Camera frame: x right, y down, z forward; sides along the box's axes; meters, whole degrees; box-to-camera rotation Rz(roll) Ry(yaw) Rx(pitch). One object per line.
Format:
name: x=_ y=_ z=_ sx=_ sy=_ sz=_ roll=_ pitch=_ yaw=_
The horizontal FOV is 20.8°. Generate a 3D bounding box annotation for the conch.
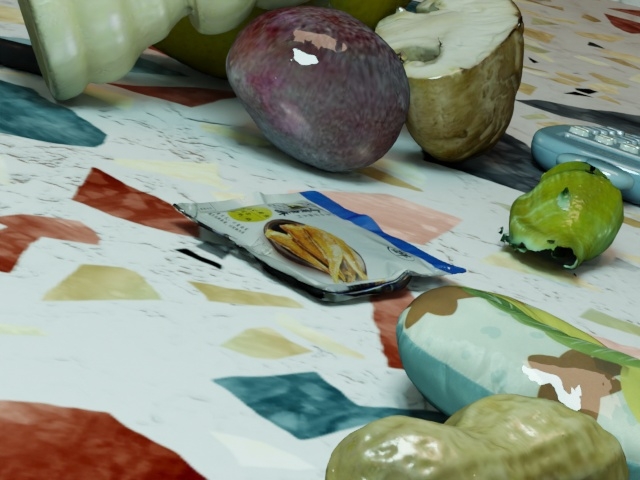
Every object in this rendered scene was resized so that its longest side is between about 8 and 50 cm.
conch: x=0.214 y=-0.020 z=1.527 sx=0.095 sy=0.079 sz=0.201 roll=2 pitch=18 yaw=29

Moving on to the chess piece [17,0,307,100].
chess piece: x=-0.127 y=-0.242 z=1.606 sx=0.300 sy=0.167 sz=0.167 roll=-16 pitch=24 yaw=-10

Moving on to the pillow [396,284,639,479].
pillow: x=0.155 y=0.096 z=1.083 sx=0.214 sy=0.086 sz=0.233 roll=14 pitch=10 yaw=-42

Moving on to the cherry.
cherry: x=-0.003 y=-0.145 z=1.599 sx=0.176 sy=0.140 sz=0.176 roll=42 pitch=5 yaw=-5

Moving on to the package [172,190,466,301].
package: x=0.000 y=0.000 z=1.340 sx=0.171 sy=0.027 sz=0.173 roll=27 pitch=24 yaw=36

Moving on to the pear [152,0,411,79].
pear: x=-0.051 y=-0.298 z=1.785 sx=0.386 sy=0.340 sz=0.191 roll=-14 pitch=42 yaw=-15

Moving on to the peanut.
peanut: x=0.082 y=0.123 z=0.902 sx=0.193 sy=0.089 sz=0.089 roll=0 pitch=21 yaw=-43

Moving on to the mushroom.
mushroom: x=0.135 y=-0.154 z=1.758 sx=0.156 sy=0.151 sz=0.285 roll=-5 pitch=23 yaw=12

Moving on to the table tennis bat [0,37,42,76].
table tennis bat: x=-0.364 y=-0.199 z=1.695 sx=0.236 sy=0.027 sz=0.150 roll=16 pitch=16 yaw=8

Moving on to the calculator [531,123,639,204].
calculator: x=0.324 y=-0.082 z=1.864 sx=0.188 sy=0.042 sz=0.303 roll=22 pitch=17 yaw=20
